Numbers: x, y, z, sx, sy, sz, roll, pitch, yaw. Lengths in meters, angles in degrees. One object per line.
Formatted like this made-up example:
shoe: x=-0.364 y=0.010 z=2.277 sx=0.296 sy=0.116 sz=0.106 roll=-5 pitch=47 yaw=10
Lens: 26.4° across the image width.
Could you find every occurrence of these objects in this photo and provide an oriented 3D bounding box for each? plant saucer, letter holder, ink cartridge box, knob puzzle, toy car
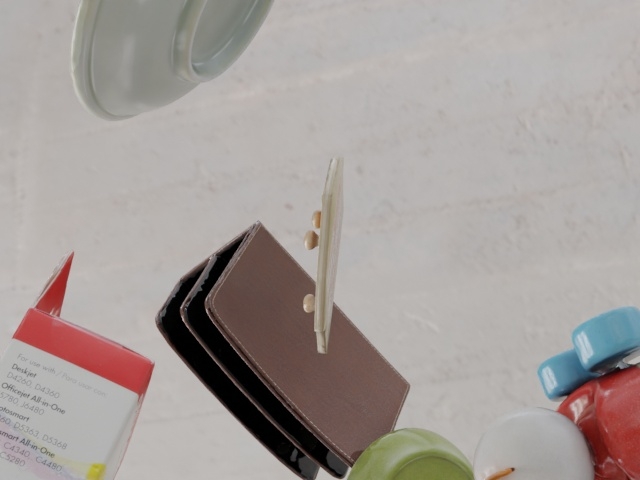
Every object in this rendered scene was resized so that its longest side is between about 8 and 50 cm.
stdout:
plant saucer: x=-0.133 y=-0.300 z=1.604 sx=0.100 sy=0.400 sz=0.400 roll=31 pitch=83 yaw=12
letter holder: x=-0.058 y=0.169 z=1.695 sx=0.152 sy=0.302 sz=0.214 roll=-35 pitch=15 yaw=30
ink cartridge box: x=-0.159 y=0.134 z=0.740 sx=0.078 sy=0.134 sz=0.231 roll=24 pitch=52 yaw=-1
knob puzzle: x=0.000 y=0.000 z=1.365 sx=0.030 sy=0.213 sz=0.213 roll=6 pitch=70 yaw=4
plant saucer: x=0.125 y=0.344 z=1.630 sx=0.037 sy=0.241 sz=0.241 roll=-13 pitch=60 yaw=51
toy car: x=0.222 y=0.213 z=1.302 sx=0.238 sy=0.210 sz=0.219 roll=-14 pitch=70 yaw=-16
